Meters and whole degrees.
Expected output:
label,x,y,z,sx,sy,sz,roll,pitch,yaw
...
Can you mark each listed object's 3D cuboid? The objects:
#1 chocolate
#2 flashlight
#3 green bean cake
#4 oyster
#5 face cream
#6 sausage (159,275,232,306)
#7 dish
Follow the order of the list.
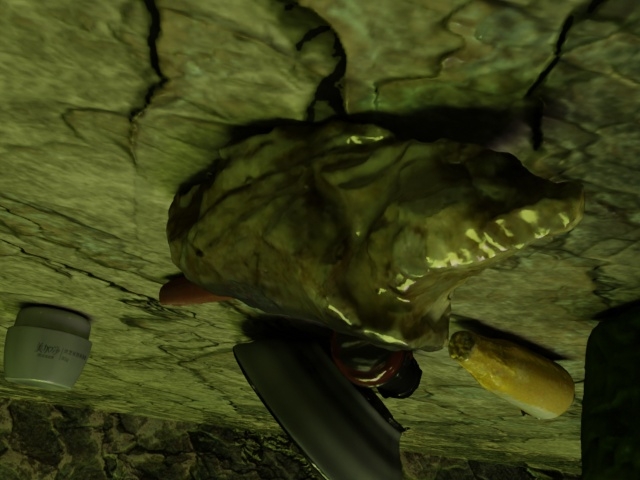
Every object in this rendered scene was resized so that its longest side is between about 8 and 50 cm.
label,x,y,z,sx,sy,sz,roll,pitch,yaw
chocolate,0.231,0.157,0.839,0.085,0.086,0.219,-12,148,41
flashlight,0.082,0.152,0.858,0.092,0.093,0.232,0,161,19
green bean cake,0.331,0.175,0.599,0.124,0.248,0.222,14,159,-14
oyster,0.000,0.005,0.459,0.341,0.110,0.166,8,157,36
face cream,-0.390,0.155,0.978,0.117,0.104,0.117,7,159,3
sausage,-0.117,0.049,0.722,0.147,0.030,0.035,-10,156,38
dish,0.021,0.225,0.927,0.316,0.106,0.316,46,178,2
